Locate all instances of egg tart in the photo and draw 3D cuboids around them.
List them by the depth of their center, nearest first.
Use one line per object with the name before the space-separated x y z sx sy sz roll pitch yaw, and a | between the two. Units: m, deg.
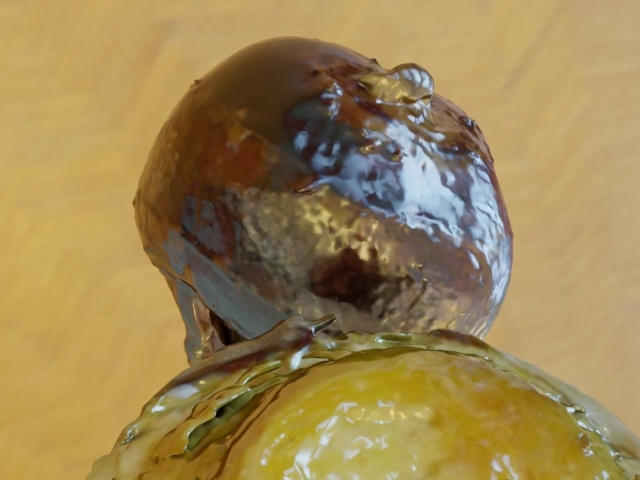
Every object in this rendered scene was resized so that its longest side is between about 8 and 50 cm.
egg tart | 0.037 0.135 0.710 0.295 0.295 0.116 -26 149 -23

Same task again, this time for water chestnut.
water chestnut | 0.000 0.000 1.040 0.223 0.223 0.238 11 106 -59
